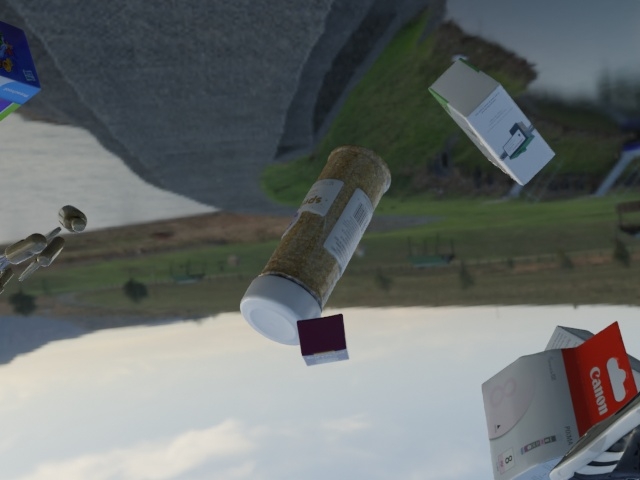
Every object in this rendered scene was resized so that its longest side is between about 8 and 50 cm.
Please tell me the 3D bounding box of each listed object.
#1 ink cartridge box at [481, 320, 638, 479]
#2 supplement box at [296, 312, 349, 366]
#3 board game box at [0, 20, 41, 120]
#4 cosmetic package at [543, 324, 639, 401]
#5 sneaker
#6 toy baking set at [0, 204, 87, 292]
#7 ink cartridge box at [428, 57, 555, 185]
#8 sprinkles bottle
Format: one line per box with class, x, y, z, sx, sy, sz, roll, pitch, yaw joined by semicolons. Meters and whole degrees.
ink cartridge box;0.332;0.231;1.206;0.066;0.189;0.232;25;129;-19
supplement box;0.004;0.117;0.995;0.055;0.043;0.083;-9;163;2
board game box;-0.469;-0.150;0.765;0.233;0.078;0.347;-29;161;24
cosmetic package;0.608;0.340;1.699;0.155;0.197;0.365;13;-164;-48
sneaker;0.341;0.241;0.899;0.079;0.121;0.217;-32;161;-40
toy baking set;-0.391;0.016;1.103;0.197;0.030;0.256;-35;-161;-10
ink cartridge box;0.330;-0.227;1.638;0.219;0.092;0.160;40;-171;-36
sprinkles bottle;0.000;0.000;1.394;0.121;0.121;0.355;-7;-138;42
